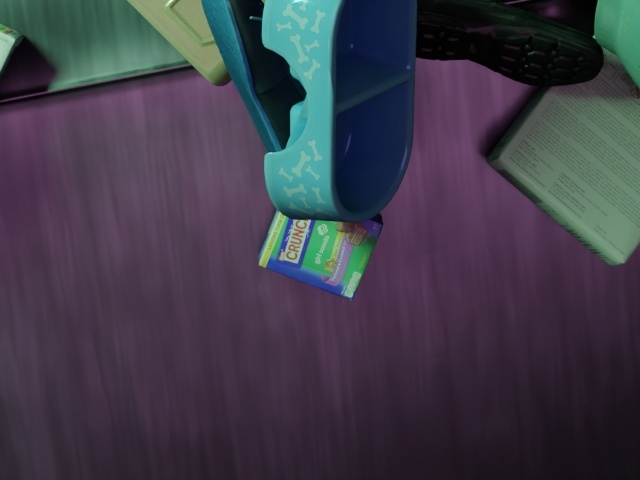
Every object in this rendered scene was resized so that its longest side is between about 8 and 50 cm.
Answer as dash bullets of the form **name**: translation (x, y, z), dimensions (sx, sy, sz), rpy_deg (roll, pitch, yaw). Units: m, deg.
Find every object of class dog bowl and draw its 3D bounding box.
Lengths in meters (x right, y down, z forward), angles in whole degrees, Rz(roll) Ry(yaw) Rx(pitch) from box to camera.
- **dog bowl**: translation (0.025, -0.150, 1.452), dimensions (0.074, 0.166, 0.297), rpy_deg (20, 122, 33)

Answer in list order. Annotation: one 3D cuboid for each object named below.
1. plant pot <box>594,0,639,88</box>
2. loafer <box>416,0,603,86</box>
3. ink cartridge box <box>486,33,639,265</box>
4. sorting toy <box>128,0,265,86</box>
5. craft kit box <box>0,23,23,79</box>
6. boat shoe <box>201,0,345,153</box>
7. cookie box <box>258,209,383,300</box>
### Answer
- **plant pot**: translation (0.385, -0.238, 1.442), dimensions (0.196, 0.293, 0.293), rpy_deg (24, 102, 20)
- **loafer**: translation (0.177, -0.212, 1.517), dimensions (0.223, 0.078, 0.076), rpy_deg (12, 140, 1)
- **ink cartridge box**: translation (0.309, -0.114, 1.575), dimensions (0.181, 0.056, 0.224), rpy_deg (39, 80, -10)
- **sorting toy**: translation (-0.106, -0.290, 1.514), dimensions (0.193, 0.038, 0.208), rpy_deg (-44, 106, 7)
- **craft kit box**: translation (-0.466, -0.152, 1.519), dimensions (0.250, 0.061, 0.246), rpy_deg (25, 98, -8)
- **boat shoe**: translation (-0.046, -0.184, 1.496), dimensions (0.089, 0.109, 0.258), rpy_deg (-30, 134, -8)
- **cookie box**: translation (0.000, 0.000, 1.581), dimensions (0.107, 0.040, 0.092), rpy_deg (21, 102, -6)
